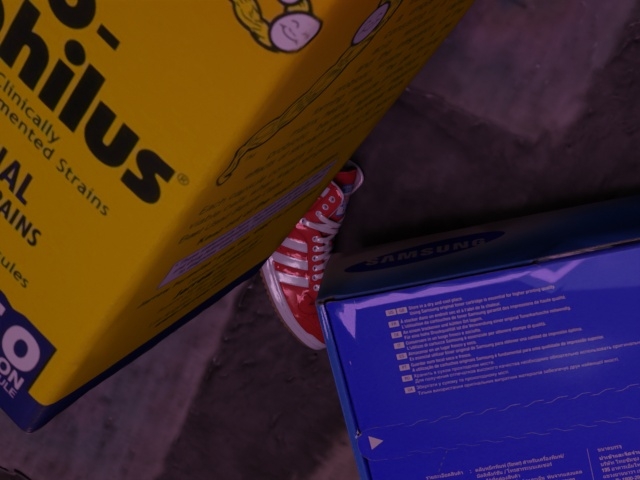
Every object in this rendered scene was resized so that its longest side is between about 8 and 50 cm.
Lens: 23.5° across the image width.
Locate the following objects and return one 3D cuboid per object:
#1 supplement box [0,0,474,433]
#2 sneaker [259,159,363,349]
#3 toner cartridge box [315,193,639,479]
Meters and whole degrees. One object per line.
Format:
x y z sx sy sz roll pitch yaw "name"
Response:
-0.062 -0.119 0.658 0.194 0.195 0.356 45 128 8 "supplement box"
0.000 0.000 0.833 0.067 0.042 0.118 -17 104 22 "sneaker"
0.186 0.060 0.776 0.347 0.075 0.165 -11 107 10 "toner cartridge box"
